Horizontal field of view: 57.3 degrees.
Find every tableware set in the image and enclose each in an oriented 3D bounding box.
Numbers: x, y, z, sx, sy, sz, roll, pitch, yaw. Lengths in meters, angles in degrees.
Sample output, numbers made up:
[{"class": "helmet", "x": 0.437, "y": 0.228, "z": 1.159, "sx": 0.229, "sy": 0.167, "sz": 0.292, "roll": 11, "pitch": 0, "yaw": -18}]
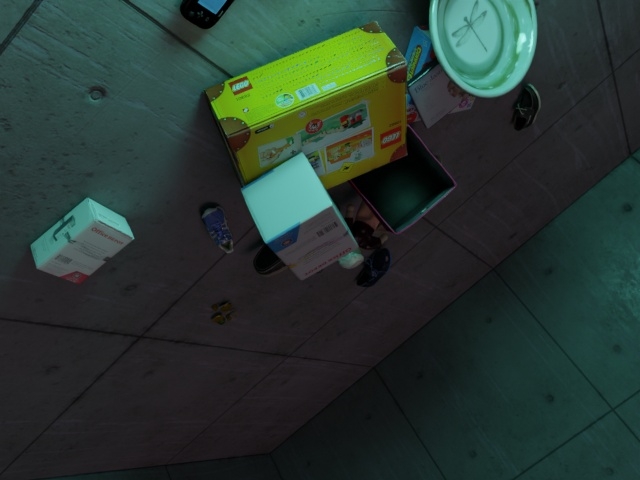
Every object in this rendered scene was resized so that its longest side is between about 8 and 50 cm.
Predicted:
[{"class": "tableware set", "x": -0.392, "y": 0.289, "z": 2.343, "sx": 0.104, "sy": 0.024, "sz": 0.154, "roll": -28, "pitch": 151, "yaw": -4}]

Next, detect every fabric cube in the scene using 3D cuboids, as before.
[{"class": "fabric cube", "x": 0.255, "y": -0.194, "z": 1.945, "sx": 0.254, "sy": 0.259, "sz": 0.258, "roll": -39, "pitch": -178, "yaw": 2}]

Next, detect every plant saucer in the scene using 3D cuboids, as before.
[{"class": "plant saucer", "x": 0.445, "y": -0.604, "z": 1.670, "sx": 0.400, "sy": 0.100, "sz": 0.401, "roll": -3, "pitch": 96, "yaw": -28}]

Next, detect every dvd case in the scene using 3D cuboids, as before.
[{"class": "dvd case", "x": 0.370, "y": -0.469, "z": 1.823, "sx": 0.180, "sy": 0.022, "sz": 0.253, "roll": -38, "pitch": 149, "yaw": 7}]

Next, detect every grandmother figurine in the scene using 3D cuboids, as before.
[{"class": "grandmother figurine", "x": 0.159, "y": -0.048, "z": 2.115, "sx": 0.343, "sy": 0.207, "sz": 0.104, "roll": -63, "pitch": -164, "yaw": -19}]

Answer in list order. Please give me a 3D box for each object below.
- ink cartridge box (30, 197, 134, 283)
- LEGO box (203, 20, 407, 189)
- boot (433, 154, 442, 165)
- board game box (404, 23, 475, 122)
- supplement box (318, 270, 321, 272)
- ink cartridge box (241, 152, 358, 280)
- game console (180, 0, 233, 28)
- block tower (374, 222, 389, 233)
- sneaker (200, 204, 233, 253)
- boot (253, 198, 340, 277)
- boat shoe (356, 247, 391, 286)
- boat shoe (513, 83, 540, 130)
[{"class": "ink cartridge box", "x": -0.654, "y": 0.004, "z": 1.614, "sx": 0.217, "sy": 0.092, "sz": 0.158, "roll": -36, "pitch": 150, "yaw": 7}, {"class": "LEGO box", "x": -0.018, "y": -0.320, "z": 1.624, "sx": 0.499, "sy": 0.193, "sz": 0.373, "roll": -23, "pitch": 149, "yaw": -7}, {"class": "boot", "x": 0.347, "y": -0.260, "z": 2.213, "sx": 0.213, "sy": 0.077, "sz": 0.165, "roll": -38, "pitch": 150, "yaw": 22}, {"class": "board game box", "x": 0.395, "y": -0.538, "z": 1.859, "sx": 0.308, "sy": 0.086, "sz": 0.302, "roll": -18, "pitch": 146, "yaw": -26}, {"class": "supplement box", "x": 0.000, "y": 0.000, "z": 2.199, "sx": 0.073, "sy": 0.130, "sz": 0.239, "roll": -4, "pitch": 139, "yaw": -42}, {"class": "ink cartridge box", "x": -0.050, "y": -0.057, "z": 1.605, "sx": 0.198, "sy": 0.197, "sz": 0.270, "roll": -30, "pitch": 149, "yaw": 3}, {"class": "game console", "x": -0.158, "y": -0.607, "z": 1.272, "sx": 0.361, "sy": 0.044, "sz": 0.213, "roll": -44, "pitch": 148, "yaw": 18}, {"class": "block tower", "x": 0.313, "y": -0.141, "z": 2.241, "sx": 0.090, "sy": 0.097, "sz": 0.335, "roll": 2, "pitch": 152, "yaw": -34}, {"class": "sneaker", "x": -0.321, "y": -0.037, "z": 1.886, "sx": 0.080, "sy": 0.081, "sz": 0.211, "roll": -29, "pitch": 148, "yaw": -5}, {"class": "boot", "x": -0.121, "y": -0.055, "z": 1.995, "sx": 0.377, "sy": 0.138, "sz": 0.284, "roll": -39, "pitch": 151, "yaw": 1}, {"class": "boat shoe", "x": 0.242, "y": 0.138, "z": 2.655, "sx": 0.088, "sy": 0.109, "sz": 0.258, "roll": -9, "pitch": 140, "yaw": -30}, {"class": "boat shoe", "x": 0.801, "y": -0.514, "z": 2.287, "sx": 0.079, "sy": 0.084, "sz": 0.233, "roll": -32, "pitch": 153, "yaw": -5}]
